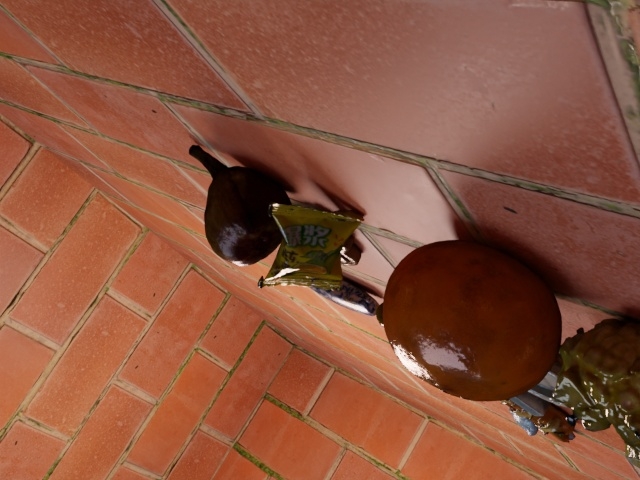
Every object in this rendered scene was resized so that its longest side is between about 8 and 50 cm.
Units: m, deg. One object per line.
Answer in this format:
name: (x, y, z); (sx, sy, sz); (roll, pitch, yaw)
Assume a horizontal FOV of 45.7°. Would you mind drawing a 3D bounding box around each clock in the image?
clock: (0.450, 0.271, 1.589); (0.236, 0.053, 0.236); (29, 165, 8)

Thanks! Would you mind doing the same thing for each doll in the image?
doll: (0.601, 0.508, 2.074); (0.179, 0.075, 0.120); (33, 171, -1)

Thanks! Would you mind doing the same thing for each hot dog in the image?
hot dog: (0.543, 0.431, 1.938); (0.269, 0.072, 0.109); (36, 170, -8)

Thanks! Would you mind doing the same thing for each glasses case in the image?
glasses case: (0.048, 0.134, 2.016); (0.248, 0.065, 0.087); (24, 163, 39)

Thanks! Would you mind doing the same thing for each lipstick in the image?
lipstick: (0.402, 0.297, 1.754); (0.289, 0.076, 0.077); (34, 169, -5)

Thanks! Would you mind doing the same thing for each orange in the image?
orange: (0.232, 0.127, 1.190); (0.283, 0.226, 0.284); (27, 163, 9)

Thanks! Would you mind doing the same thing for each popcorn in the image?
popcorn: (0.443, 0.213, 1.116); (0.189, 0.169, 0.218); (19, 155, 43)

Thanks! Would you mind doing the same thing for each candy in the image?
candy: (-0.026, 0.018, 1.502); (0.187, 0.081, 0.297); (3, 148, -10)

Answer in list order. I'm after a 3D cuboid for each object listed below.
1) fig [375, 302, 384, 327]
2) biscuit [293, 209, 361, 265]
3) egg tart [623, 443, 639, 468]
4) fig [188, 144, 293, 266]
fig: (0.183, 0.187, 1.886); (0.088, 0.074, 0.074); (22, 177, -38)
biscuit: (-0.009, -0.004, 1.690); (0.183, 0.047, 0.319); (41, 167, -21)
egg tart: (0.714, 0.450, 1.578); (0.197, 0.078, 0.197); (29, 168, 7)
fig: (-0.191, -0.089, 1.540); (0.290, 0.190, 0.190); (46, 168, 5)
